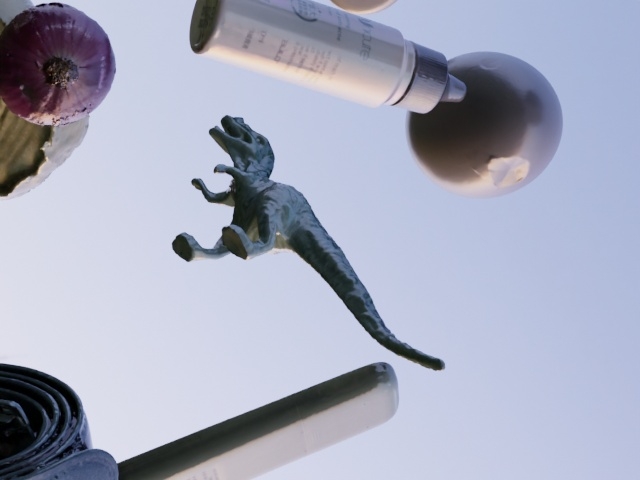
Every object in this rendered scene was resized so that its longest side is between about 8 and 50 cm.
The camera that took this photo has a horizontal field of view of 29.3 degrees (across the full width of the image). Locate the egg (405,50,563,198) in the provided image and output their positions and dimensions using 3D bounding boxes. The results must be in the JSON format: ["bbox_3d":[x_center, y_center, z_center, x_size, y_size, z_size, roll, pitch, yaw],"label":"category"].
[{"bbox_3d":[0.197,-0.137,1.454,0.232,0.176,0.176,-165,-107,-68],"label":"egg"}]

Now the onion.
[{"bbox_3d":[-0.250,-0.165,1.142,0.104,0.115,0.115,-134,-132,-55],"label":"onion"}]

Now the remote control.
[{"bbox_3d":[-0.065,0.197,1.178,0.090,0.309,0.038,81,-16,-50],"label":"remote control"}]

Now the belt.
[{"bbox_3d":[-0.302,0.187,1.034,0.206,0.267,0.116,-81,168,-64],"label":"belt"}]

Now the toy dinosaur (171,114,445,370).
[{"bbox_3d":[-0.044,0.011,0.994,0.383,0.129,0.076,-121,-153,-44],"label":"toy dinosaur"}]

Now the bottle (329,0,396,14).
[{"bbox_3d":[0.058,-0.449,1.928,0.236,0.147,0.148,-102,-161,-68],"label":"bottle"}]

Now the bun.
[{"bbox_3d":[-0.373,-0.172,1.382,0.259,0.152,0.259,8,-63,15],"label":"bun"}]

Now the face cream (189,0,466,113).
[{"bbox_3d":[0.020,-0.195,1.284,0.092,0.311,0.092,-43,-141,50],"label":"face cream"}]
